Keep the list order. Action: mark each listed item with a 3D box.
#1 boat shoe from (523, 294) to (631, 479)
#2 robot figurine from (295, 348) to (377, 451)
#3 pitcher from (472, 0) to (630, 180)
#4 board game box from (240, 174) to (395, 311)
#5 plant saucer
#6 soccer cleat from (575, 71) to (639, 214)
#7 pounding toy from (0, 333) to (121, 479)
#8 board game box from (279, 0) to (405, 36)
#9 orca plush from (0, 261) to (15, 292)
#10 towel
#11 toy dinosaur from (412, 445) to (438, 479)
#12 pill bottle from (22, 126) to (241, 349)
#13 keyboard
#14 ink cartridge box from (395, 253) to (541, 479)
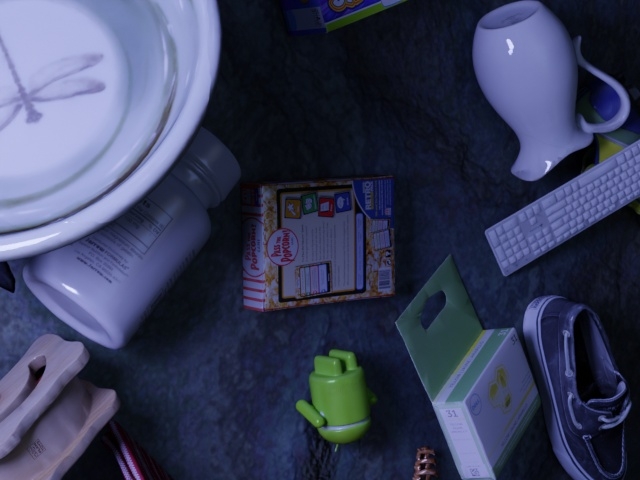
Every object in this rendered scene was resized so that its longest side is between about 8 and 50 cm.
[{"bbox_3d":[0.366,0.211,1.930,0.108,0.102,0.301,-29,110,-31],"label":"boat shoe"},{"bbox_3d":[0.024,0.188,1.701,0.101,0.067,0.115,-20,106,-42],"label":"robot figurine"},{"bbox_3d":[0.291,-0.203,1.816,0.178,0.125,0.207,-26,116,-6],"label":"pitcher"},{"bbox_3d":[0.000,0.000,1.680,0.193,0.045,0.146,-4,97,-36],"label":"board game box"},{"bbox_3d":[-0.282,-0.151,1.326,0.400,0.400,0.100,-58,163,-17],"label":"plant saucer"},{"bbox_3d":[0.417,-0.099,1.968,0.121,0.093,0.289,-33,121,3],"label":"soccer cleat"},{"bbox_3d":[-0.302,0.231,1.430,0.155,0.154,0.269,61,43,-23],"label":"pounding toy"},{"bbox_3d":[0.085,-0.404,1.687,0.347,0.078,0.233,-27,109,-32],"label":"board game box"},{"bbox_3d":[-0.239,-0.072,1.415,0.287,0.151,0.102,-67,150,-21],"label":"orca plush"},{"bbox_3d":[-0.126,0.324,1.532,0.031,0.199,0.275,-41,117,-4],"label":"towel"},{"bbox_3d":[0.188,0.423,1.798,0.218,0.164,0.322,-17,108,-19],"label":"toy dinosaur"},{"bbox_3d":[-0.189,-0.013,1.489,0.131,0.131,0.229,48,67,-29],"label":"pill bottle"},{"bbox_3d":[0.334,-0.045,1.888,0.256,0.014,0.072,-30,118,-10],"label":"keyboard"},{"bbox_3d":[0.190,0.155,1.796,0.171,0.056,0.235,-47,122,-48],"label":"ink cartridge box"}]
